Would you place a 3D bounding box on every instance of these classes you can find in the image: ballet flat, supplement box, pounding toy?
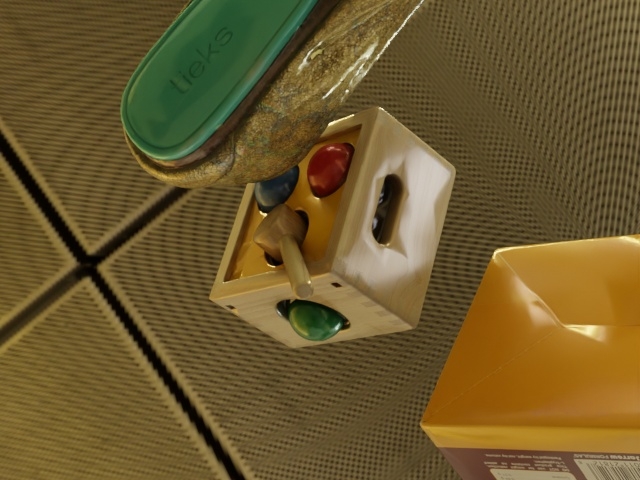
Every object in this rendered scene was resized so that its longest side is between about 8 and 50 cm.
[{"bbox_3d":[0.028,-0.163,0.671,0.123,0.123,0.348,45,-75,11],"label":"ballet flat"},{"bbox_3d":[0.196,0.107,0.654,0.191,0.194,0.129,-6,-137,40],"label":"supplement box"},{"bbox_3d":[0.000,0.000,0.706,0.130,0.100,0.141,-14,-130,47],"label":"pounding toy"}]
